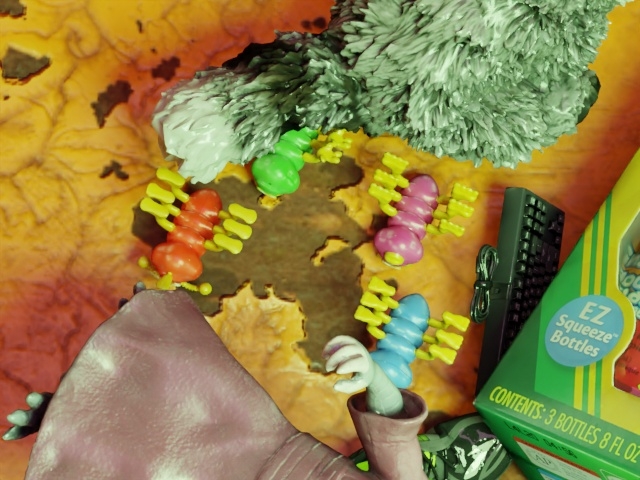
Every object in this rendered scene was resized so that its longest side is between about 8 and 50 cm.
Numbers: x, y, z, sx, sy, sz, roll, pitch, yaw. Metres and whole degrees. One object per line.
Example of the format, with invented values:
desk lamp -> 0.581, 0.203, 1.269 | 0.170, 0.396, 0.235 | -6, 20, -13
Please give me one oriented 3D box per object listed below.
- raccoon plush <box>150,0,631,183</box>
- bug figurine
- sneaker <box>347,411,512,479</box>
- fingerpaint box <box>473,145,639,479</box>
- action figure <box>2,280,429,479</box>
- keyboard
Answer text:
raccoon plush -> 0.110, -0.186, 1.362 | 0.446, 0.299, 0.216 | -33, 74, -29
bug figurine -> 0.000, 0.000, 1.456 | 0.279, 0.072, 0.216 | 28, 65, 3
sneaker -> 0.077, 0.185, 1.421 | 0.188, 0.078, 0.067 | -17, 79, -14
fingerpaint box -> 0.401, 0.081, 1.322 | 0.445, 0.163, 0.371 | 22, 70, 40
action figure -> -0.035, 0.199, 1.276 | 0.370, 0.275, 0.248 | 29, 78, 11
keyboard -> 0.162, 0.047, 1.464 | 0.108, 0.023, 0.180 | 24, 69, -42
